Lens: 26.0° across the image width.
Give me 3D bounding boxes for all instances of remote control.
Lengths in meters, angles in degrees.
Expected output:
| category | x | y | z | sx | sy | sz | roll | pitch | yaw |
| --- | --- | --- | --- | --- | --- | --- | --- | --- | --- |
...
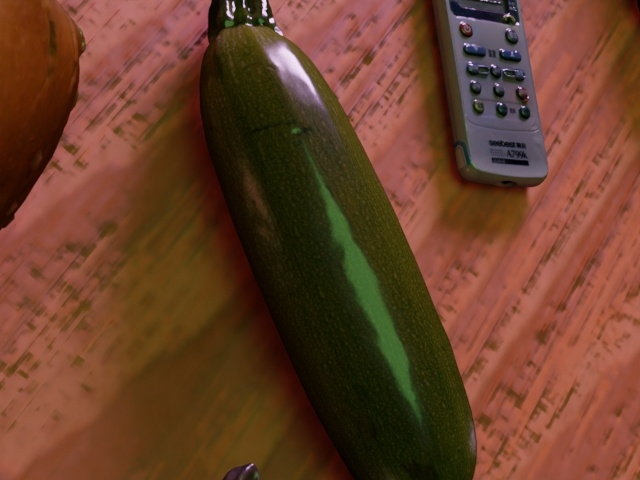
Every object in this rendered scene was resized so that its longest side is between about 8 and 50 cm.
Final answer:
| category | x | y | z | sx | sy | sz | roll | pitch | yaw |
| --- | --- | --- | --- | --- | --- | --- | --- | --- | --- |
| remote control | 0.083 | -0.086 | 0.690 | 0.053 | 0.018 | 0.124 | 4 | 69 | -28 |

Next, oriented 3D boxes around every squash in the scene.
| category | x | y | z | sx | sy | sz | roll | pitch | yaw |
| --- | --- | --- | --- | --- | --- | --- | --- | --- | --- |
| squash | 0.000 | 0.000 | 0.585 | 0.066 | 0.066 | 0.252 | -18 | 79 | -32 |

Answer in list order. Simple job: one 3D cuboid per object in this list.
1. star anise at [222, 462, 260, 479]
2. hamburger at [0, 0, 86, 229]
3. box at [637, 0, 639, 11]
| category | x | y | z | sx | sy | sz | roll | pitch | yaw |
| --- | --- | --- | --- | --- | --- | --- | --- | --- | --- |
| star anise | -0.048 | 0.168 | 0.500 | 0.208 | 0.063 | 0.172 | -6 | 70 | -26 |
| hamburger | -0.185 | -0.026 | 0.443 | 0.144 | 0.156 | 0.283 | 45 | 55 | -6 |
| box | 0.249 | -0.225 | 0.792 | 0.160 | 0.050 | 0.230 | 5 | 79 | -26 |
